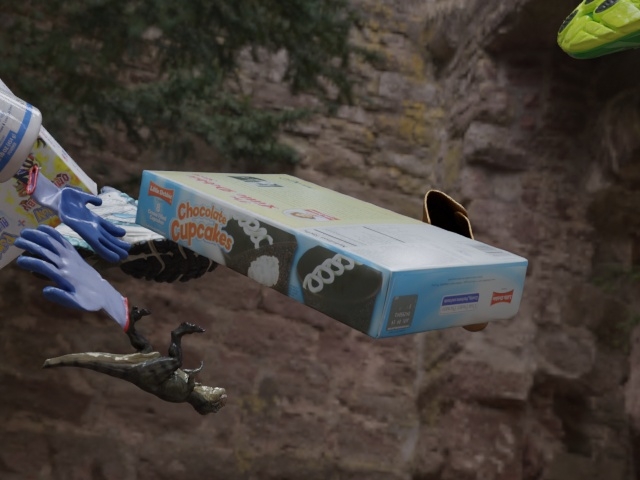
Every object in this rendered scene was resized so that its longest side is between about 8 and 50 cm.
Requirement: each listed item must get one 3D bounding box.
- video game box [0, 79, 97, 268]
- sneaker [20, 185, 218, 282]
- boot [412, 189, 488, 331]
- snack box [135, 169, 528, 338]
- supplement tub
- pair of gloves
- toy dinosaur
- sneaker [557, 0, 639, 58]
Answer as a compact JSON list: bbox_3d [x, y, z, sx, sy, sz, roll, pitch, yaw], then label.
[{"bbox_3d":[-0.402,-0.064,1.083,0.205,0.048,0.187,-37,-60,3],"label":"video game box"},{"bbox_3d":[-0.260,-0.020,1.261,0.283,0.122,0.110,3,-34,-16],"label":"sneaker"},{"bbox_3d":[0.191,-0.008,1.502,0.104,0.295,0.211,-24,-47,-8],"label":"boot"},{"bbox_3d":[0.000,0.000,0.836,0.187,0.060,0.322,-2,18,-45],"label":"snack box"},{"bbox_3d":[-0.283,-0.098,0.727,0.107,0.071,0.071,29,-31,-32],"label":"supplement tub"},{"bbox_3d":[-0.268,0.006,1.013,0.023,0.198,0.159,-31,-47,17],"label":"pair of gloves"},{"bbox_3d":[-0.231,0.160,1.272,0.268,0.118,0.064,21,-7,-23],"label":"toy dinosaur"},{"bbox_3d":[0.443,-0.269,1.130,0.296,0.109,0.123,-14,-50,16],"label":"sneaker"}]
